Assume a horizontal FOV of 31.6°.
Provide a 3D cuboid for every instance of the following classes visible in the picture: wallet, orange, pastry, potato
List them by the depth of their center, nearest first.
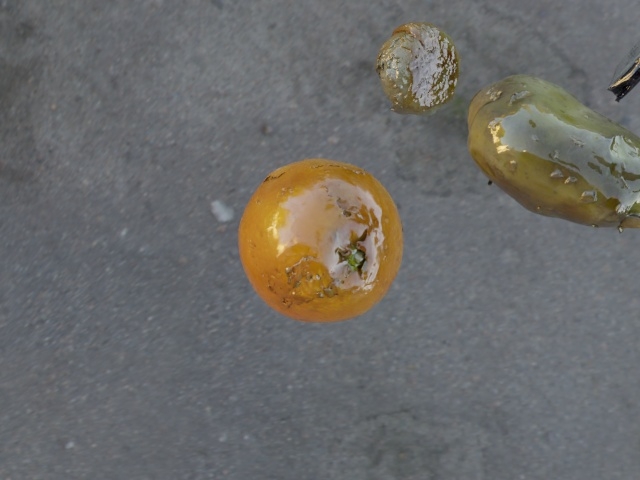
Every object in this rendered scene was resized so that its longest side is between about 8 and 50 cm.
[{"bbox_3d":[0.316,-0.099,1.426,0.296,0.141,0.191,26,30,8],"label":"potato"},{"bbox_3d":[0.000,0.000,1.652,0.246,0.246,0.246,6,75,-23],"label":"orange"},{"bbox_3d":[0.153,-0.266,1.756,0.153,0.081,0.153,-10,110,-30],"label":"pastry"},{"bbox_3d":[0.545,-0.318,1.868,0.036,0.167,0.222,40,27,-1],"label":"wallet"}]
